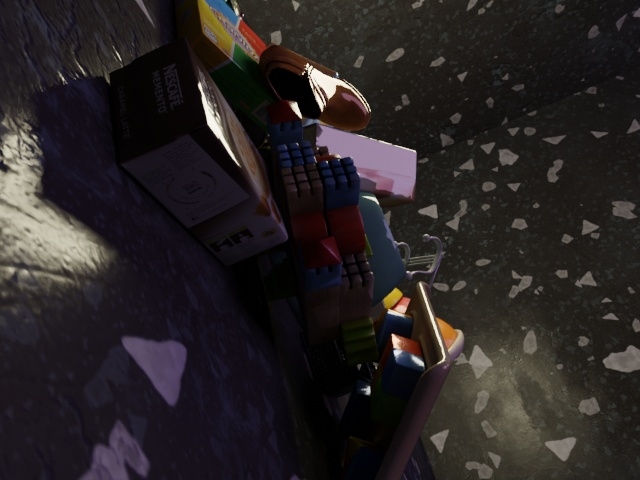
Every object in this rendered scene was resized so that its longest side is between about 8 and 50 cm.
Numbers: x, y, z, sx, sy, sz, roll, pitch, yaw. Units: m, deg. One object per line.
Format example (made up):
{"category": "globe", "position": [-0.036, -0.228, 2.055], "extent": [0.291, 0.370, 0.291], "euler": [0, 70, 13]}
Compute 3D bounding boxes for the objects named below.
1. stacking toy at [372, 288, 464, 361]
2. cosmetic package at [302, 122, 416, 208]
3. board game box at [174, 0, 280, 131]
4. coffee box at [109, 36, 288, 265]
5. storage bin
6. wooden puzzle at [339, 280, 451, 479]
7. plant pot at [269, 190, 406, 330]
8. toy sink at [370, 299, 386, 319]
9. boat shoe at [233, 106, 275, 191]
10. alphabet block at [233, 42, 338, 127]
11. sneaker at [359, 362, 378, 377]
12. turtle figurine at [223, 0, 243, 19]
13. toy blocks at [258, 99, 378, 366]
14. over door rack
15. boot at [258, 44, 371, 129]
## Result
{"category": "stacking toy", "position": [0.214, 0.257, 1.857], "extent": [0.480, 0.351, 0.350], "euler": [52, 5, 5]}
{"category": "cosmetic package", "position": [0.063, -0.159, 1.257], "extent": [0.153, 0.296, 0.129], "euler": [-6, -102, 55]}
{"category": "board game box", "position": [-0.194, -0.402, 1.159], "extent": [0.242, 0.064, 0.316], "euler": [37, 25, -41]}
{"category": "coffee box", "position": [-0.136, -0.092, 0.665], "extent": [0.246, 0.098, 0.141], "euler": [58, 11, -59]}
{"category": "storage bin", "position": [0.036, 0.233, 1.086], "extent": [0.180, 0.084, 0.122], "euler": [56, 13, -67]}
{"category": "wooden puzzle", "position": [0.097, 0.250, 0.869], "extent": [0.348, 0.081, 0.322], "euler": [-61, 170, -74]}
{"category": "plant pot", "position": [0.041, 0.028, 1.168], "extent": [0.293, 0.235, 0.293], "euler": [-23, 90, -84]}
{"category": "toy sink", "position": [0.088, 0.146, 1.563], "extent": [0.234, 0.153, 0.131], "euler": [-71, 137, -80]}
{"category": "boat shoe", "position": [-0.129, -0.203, 1.246], "extent": [0.068, 0.081, 0.227], "euler": [-112, 178, -47]}
{"category": "alphabet block", "position": [-0.073, -0.349, 1.414], "extent": [0.197, 0.193, 0.192], "euler": [29, -5, 13]}
{"category": "sneaker", "position": [0.118, 0.342, 1.408], "extent": [0.293, 0.102, 0.146], "euler": [62, 2, -84]}
{"category": "turtle figurine", "position": [-0.246, -0.538, 1.345], "extent": [0.234, 0.118, 0.175], "euler": [68, 1, -71]}
{"category": "toy blocks", "position": [-0.005, -0.036, 0.838], "extent": [0.261, 0.191, 0.381], "euler": [89, -12, -50]}
{"category": "over door rack", "position": [0.150, 0.148, 1.294], "extent": [0.108, 0.239, 0.324], "euler": [25, 69, -28]}
{"category": "boot", "position": [0.000, -0.291, 1.120], "extent": [0.283, 0.109, 0.220], "euler": [37, 18, -22]}
